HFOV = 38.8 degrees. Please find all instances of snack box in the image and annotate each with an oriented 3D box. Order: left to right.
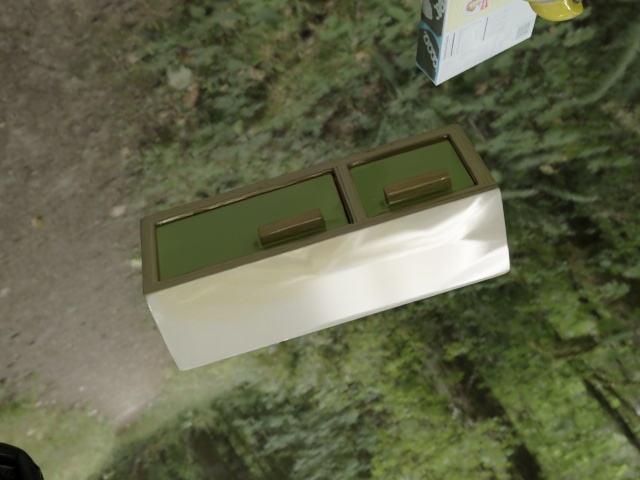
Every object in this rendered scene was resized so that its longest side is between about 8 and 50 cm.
[{"bbox_3d":[0.235,-0.378,1.271,0.187,0.060,0.322,-29,152,-16],"label":"snack box"}]

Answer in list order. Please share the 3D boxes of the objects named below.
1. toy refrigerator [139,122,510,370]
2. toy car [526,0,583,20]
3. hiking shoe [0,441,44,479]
[{"bbox_3d":[0.000,0.000,0.712,0.270,0.102,0.094,-16,128,0],"label":"toy refrigerator"},{"bbox_3d":[0.211,-0.342,0.891,0.053,0.239,0.225,-42,-179,-26],"label":"toy car"},{"bbox_3d":[-0.187,0.172,0.517,0.114,0.086,0.227,-65,-163,-8],"label":"hiking shoe"}]
